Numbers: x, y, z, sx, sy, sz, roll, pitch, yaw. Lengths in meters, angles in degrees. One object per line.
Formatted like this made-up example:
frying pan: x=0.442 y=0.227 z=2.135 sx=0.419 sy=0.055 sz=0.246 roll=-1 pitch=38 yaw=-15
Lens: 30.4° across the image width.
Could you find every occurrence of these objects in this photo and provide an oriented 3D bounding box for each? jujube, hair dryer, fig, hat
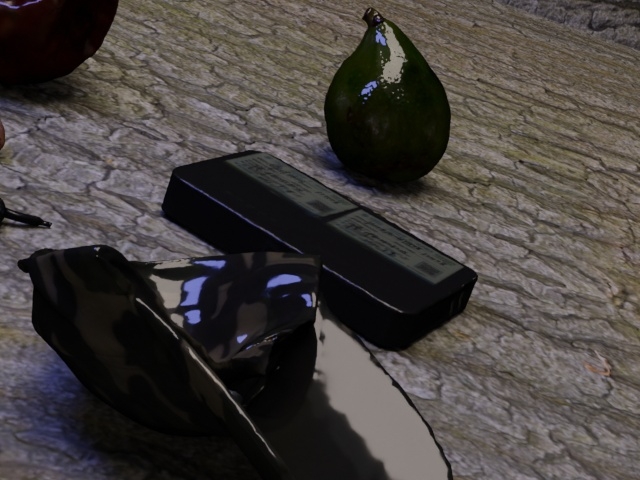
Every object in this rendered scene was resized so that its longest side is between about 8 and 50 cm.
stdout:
jujube: x=-0.462 y=-0.371 z=1.591 sx=0.377 sy=0.276 sz=0.276 roll=30 pitch=26 yaw=12
hair dryer: x=-0.332 y=-0.031 z=1.266 sx=0.083 sy=0.031 sz=0.079 roll=21 pitch=11 yaw=-32
fig: x=0.097 y=-0.207 z=1.686 sx=0.195 sy=0.245 sz=0.195 roll=2 pitch=19 yaw=-1
hat: x=-0.078 y=0.144 z=0.981 sx=0.366 sy=0.257 sz=0.381 roll=9 pitch=58 yaw=-58

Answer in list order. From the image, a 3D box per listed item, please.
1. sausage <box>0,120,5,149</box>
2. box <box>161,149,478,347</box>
sausage: x=-0.419 y=-0.154 z=1.429 sx=0.047 sy=0.040 sz=0.177 roll=-4 pitch=32 yaw=-29
box: x=0.000 y=0.000 z=1.400 sx=0.350 sy=0.058 sz=0.211 roll=30 pitch=25 yaw=23
